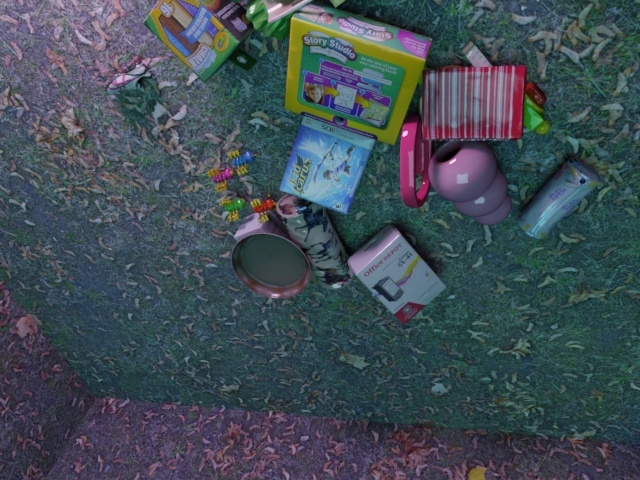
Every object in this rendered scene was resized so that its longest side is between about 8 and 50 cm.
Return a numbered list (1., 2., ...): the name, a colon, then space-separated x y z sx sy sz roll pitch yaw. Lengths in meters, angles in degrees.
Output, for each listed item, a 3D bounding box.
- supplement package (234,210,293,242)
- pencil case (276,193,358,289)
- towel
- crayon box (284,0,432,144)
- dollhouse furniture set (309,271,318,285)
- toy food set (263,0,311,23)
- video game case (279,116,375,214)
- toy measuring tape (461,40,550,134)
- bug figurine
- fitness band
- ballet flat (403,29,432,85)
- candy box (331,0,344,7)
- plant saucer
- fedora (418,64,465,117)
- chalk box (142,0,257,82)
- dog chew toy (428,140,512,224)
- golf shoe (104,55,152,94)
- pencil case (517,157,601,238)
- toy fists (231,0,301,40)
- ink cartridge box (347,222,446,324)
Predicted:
1. supplement package: -0.199 0.015 1.905 0.139 0.134 0.244 -18 123 27
2. pencil case: 0.000 0.000 1.820 0.183 0.160 0.410 -10 126 28
3. towel: 0.416 -0.371 1.334 0.274 0.031 0.199 2 112 14
4. crayon box: 0.089 -0.464 1.377 0.362 0.106 0.313 19 146 4
5. dollhouse furniture set: -0.090 0.174 2.000 0.144 0.151 0.123 14 132 7
6. toy food set: -0.111 -0.720 1.178 0.219 0.092 0.306 -19 117 24
7. video game case: 0.021 -0.251 1.600 0.244 0.061 0.270 20 108 -1
8. toy measuring tape: 0.530 -0.429 1.370 0.330 0.121 0.121 49 128 3
9. bug figurine: -0.285 -0.194 1.777 0.216 0.072 0.279 -13 113 20
10. fitness band: 0.293 -0.244 1.488 0.054 0.209 0.291 8 120 27
11. ballet flat: 0.232 -0.538 1.365 0.077 0.077 0.231 -41 115 15
12. candy box: 0.108 -0.682 1.241 0.186 0.109 0.053 -25 120 31
13. plant saucer: -0.182 0.088 1.830 0.310 0.050 0.311 7 128 9
14. fedora: 0.368 -0.407 1.410 0.194 0.079 0.195 0 113 -1
15. chalk box: -0.311 -0.593 1.388 0.179 0.180 0.289 -31 115 34
16. dog chew toy: 0.486 -0.171 1.523 0.206 0.207 0.332 -28 126 33
17. golf shoe: -0.640 -0.525 1.611 0.186 0.068 0.086 -23 122 30
18. pencil case: 0.745 -0.127 1.530 0.113 0.124 0.273 24 132 -6
19. toy fists: -0.173 -0.682 1.332 0.142 0.096 0.279 -38 111 23
20. ink cartridge box: 0.284 0.128 1.815 0.226 0.131 0.306 -43 114 5
